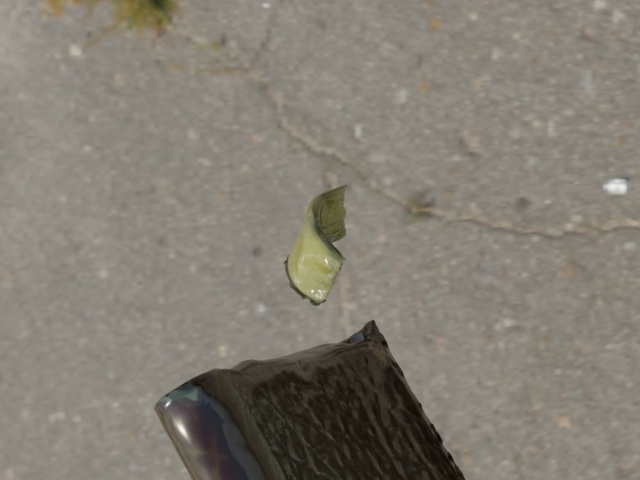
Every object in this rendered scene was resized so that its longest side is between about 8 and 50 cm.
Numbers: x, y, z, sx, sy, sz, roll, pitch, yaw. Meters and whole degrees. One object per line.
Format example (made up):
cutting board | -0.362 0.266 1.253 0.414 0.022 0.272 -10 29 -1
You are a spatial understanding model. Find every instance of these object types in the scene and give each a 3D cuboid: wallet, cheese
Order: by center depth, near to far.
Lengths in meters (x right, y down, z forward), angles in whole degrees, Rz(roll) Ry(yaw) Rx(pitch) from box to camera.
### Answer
wallet | 0.040 0.144 0.519 0.039 0.133 0.243 -36 80 26
cheese | -0.001 -0.001 1.216 0.041 0.084 0.060 17 138 -2
